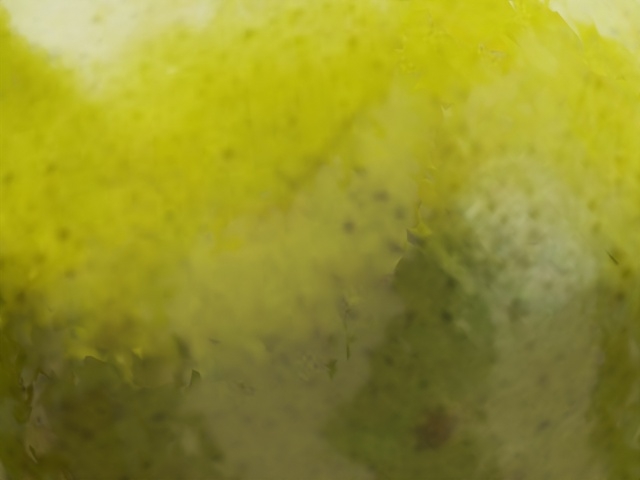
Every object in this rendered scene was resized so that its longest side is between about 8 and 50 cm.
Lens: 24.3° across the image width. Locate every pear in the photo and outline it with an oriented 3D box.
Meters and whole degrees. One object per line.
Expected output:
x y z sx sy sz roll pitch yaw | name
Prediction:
0.000 0.000 0.445 0.294 0.294 0.294 -7 -39 -5 | pear
